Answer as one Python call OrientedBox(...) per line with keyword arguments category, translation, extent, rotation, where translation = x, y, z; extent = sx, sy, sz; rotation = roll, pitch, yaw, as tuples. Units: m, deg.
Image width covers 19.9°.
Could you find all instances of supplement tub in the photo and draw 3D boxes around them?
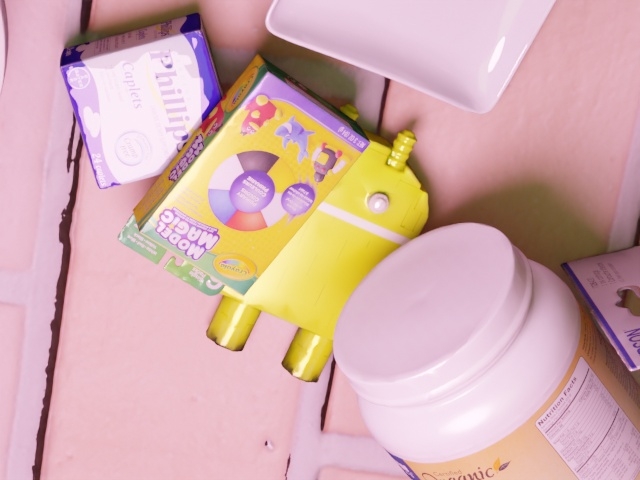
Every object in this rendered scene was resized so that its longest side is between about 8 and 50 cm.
OrientedBox(category="supplement tub", translation=(0.175, 0.157, 1.715), extent=(0.228, 0.228, 0.316), rotation=(-36, 120, 6))

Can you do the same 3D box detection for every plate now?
OrientedBox(category="plate", translation=(0.111, -0.275, 1.657), extent=(0.277, 0.045, 0.278), rotation=(17, 110, -35))

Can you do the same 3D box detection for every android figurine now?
OrientedBox(category="android figurine", translation=(0.000, 0.000, 1.772), extent=(0.248, 0.056, 0.273), rotation=(25, 105, -12))

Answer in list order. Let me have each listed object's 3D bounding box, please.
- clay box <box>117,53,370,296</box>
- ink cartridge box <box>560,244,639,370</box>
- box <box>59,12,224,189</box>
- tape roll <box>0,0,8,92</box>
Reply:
OrientedBox(category="clay box", translation=(-0.073, -0.047, 1.681), extent=(0.127, 0.053, 0.222), rotation=(33, 104, -27))
OrientedBox(category="ink cartridge box", translation=(0.405, 0.050, 1.692), extent=(0.307, 0.303, 0.072), rotation=(-18, 107, 2))
OrientedBox(category="box", translation=(-0.160, -0.130, 1.707), extent=(0.137, 0.072, 0.126), rotation=(-16, 109, 0))
OrientedBox(category="tape roll", translation=(-0.467, -0.176, 1.599), extent=(0.392, 0.072, 0.392), rotation=(-2, 106, -6))
